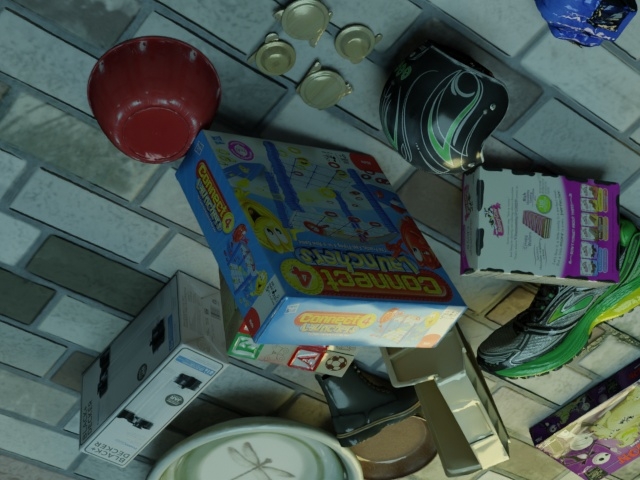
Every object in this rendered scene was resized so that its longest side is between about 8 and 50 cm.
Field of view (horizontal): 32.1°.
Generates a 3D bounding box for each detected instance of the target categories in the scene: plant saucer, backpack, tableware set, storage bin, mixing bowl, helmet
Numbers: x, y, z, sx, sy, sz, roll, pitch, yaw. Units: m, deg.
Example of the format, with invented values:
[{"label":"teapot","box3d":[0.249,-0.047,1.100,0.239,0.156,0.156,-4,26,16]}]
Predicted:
[{"label":"plant saucer","box3d":[0.125,0.376,2.071,0.198,0.036,0.199,-6,133,-6]},{"label":"plant saucer","box3d":[-0.125,0.431,2.032,0.400,0.100,0.400,-5,131,-6]},{"label":"backpack","box3d":[0.336,-0.311,1.455,0.120,0.098,0.101,13,131,-22]},{"label":"tableware set","box3d":[-0.008,-0.252,1.499,0.168,0.020,0.141,26,124,-30]},{"label":"storage bin","box3d":[0.186,0.206,1.783,0.123,0.260,0.262,-24,131,6]},{"label":"mixing bowl","box3d":[-0.220,-0.170,1.482,0.181,0.098,0.181,-5,131,-6]},{"label":"helmet","box3d":[0.162,-0.172,1.506,0.169,0.169,0.162,20,109,-25]}]

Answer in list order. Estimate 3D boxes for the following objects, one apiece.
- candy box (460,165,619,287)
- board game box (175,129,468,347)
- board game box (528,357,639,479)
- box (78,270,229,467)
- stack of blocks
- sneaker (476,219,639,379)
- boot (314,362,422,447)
[{"label":"candy box","box3d":[0.330,-0.018,1.672,0.233,0.159,0.071,6,169,-15]},{"label":"board game box","box3d":[0.000,0.000,1.483,0.308,0.302,0.086,5,132,-39]},{"label":"board game box","box3d":[0.593,0.326,2.105,0.347,0.056,0.208,-39,131,23]},{"label":"box","box3d":[-0.269,0.207,1.762,0.087,0.169,0.290,28,122,-30]},{"label":"stack of blocks","box3d":[-0.049,0.041,1.565,0.171,0.297,0.087,13,127,-21]},{"label":"sneaker","box3d":[0.386,0.090,1.799,0.343,0.134,0.146,-39,118,0]},{"label":"boot","box3d":[0.096,0.256,1.939,0.198,0.077,0.137,-26,96,-28]}]
